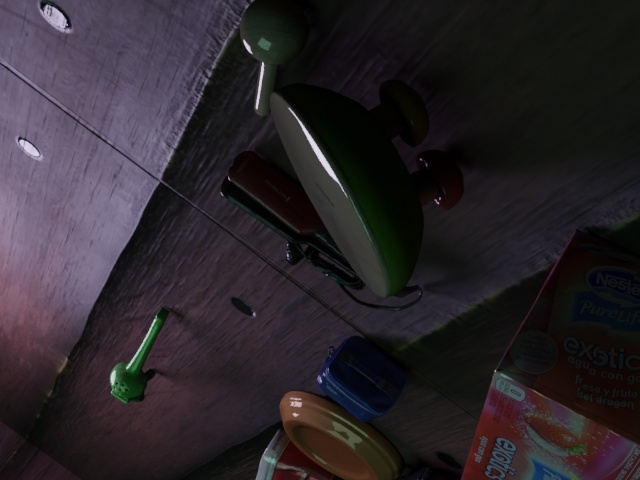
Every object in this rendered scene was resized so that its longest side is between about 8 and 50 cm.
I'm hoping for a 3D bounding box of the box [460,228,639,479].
[{"bbox_3d":[0.225,0.148,0.940,0.142,0.154,0.300,27,152,16],"label":"box"}]

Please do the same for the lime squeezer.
[{"bbox_3d":[-0.282,0.197,1.660,0.058,0.110,0.310,18,155,-3],"label":"lime squeezer"}]

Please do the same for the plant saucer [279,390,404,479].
[{"bbox_3d":[0.023,0.287,1.541,0.200,0.037,0.200,27,154,15],"label":"plant saucer"}]

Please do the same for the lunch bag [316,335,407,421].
[{"bbox_3d":[0.046,0.156,1.257,0.098,0.067,0.065,37,154,-1],"label":"lunch bag"}]

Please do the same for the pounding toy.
[{"bbox_3d":[0.038,-0.081,0.862,0.237,0.110,0.183,59,172,19],"label":"pounding toy"}]

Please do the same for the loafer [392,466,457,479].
[{"bbox_3d":[0.116,0.374,1.507,0.095,0.109,0.302,33,157,13],"label":"loafer"}]

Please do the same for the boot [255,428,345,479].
[{"bbox_3d":[-0.016,0.406,1.737,0.176,0.088,0.244,29,150,9],"label":"boot"}]

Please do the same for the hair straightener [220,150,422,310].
[{"bbox_3d":[0.000,0.000,1.089,0.230,0.047,0.089,32,155,-5],"label":"hair straightener"}]
